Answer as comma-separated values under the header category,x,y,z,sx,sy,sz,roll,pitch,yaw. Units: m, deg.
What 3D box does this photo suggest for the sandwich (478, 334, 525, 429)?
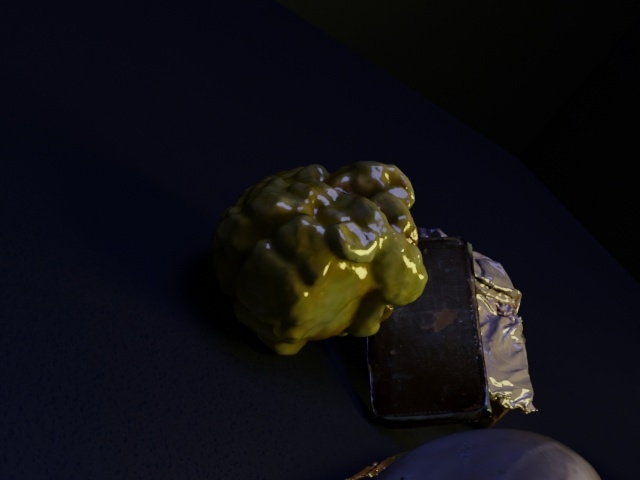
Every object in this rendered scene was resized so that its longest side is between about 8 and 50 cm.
category,x,y,z,sx,sy,sz,roll,pitch,yaw
sandwich,0.133,0.090,1.188,0.251,0.087,0.226,40,16,2

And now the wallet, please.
category,x,y,z,sx,sy,sz,roll,pitch,yaw
wallet,0.106,0.089,1.020,0.031,0.121,0.232,80,8,-48

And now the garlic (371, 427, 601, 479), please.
category,x,y,z,sx,sy,sz,roll,pitch,yaw
garlic,0.122,0.233,0.578,0.340,0.231,0.246,17,25,-38

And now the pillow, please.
category,x,y,z,sx,sy,sz,roll,pitch,yaw
pillow,0.177,0.081,1.106,0.135,0.049,0.248,28,36,-23

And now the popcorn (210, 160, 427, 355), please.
category,x,y,z,sx,sy,sz,roll,pitch,yaw
popcorn,0.000,0.000,0.954,0.200,0.203,0.226,56,14,28

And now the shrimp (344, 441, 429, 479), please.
category,x,y,z,sx,sy,sz,roll,pitch,yaw
shrimp,0.113,0.240,0.833,0.287,0.063,0.152,12,43,-58
